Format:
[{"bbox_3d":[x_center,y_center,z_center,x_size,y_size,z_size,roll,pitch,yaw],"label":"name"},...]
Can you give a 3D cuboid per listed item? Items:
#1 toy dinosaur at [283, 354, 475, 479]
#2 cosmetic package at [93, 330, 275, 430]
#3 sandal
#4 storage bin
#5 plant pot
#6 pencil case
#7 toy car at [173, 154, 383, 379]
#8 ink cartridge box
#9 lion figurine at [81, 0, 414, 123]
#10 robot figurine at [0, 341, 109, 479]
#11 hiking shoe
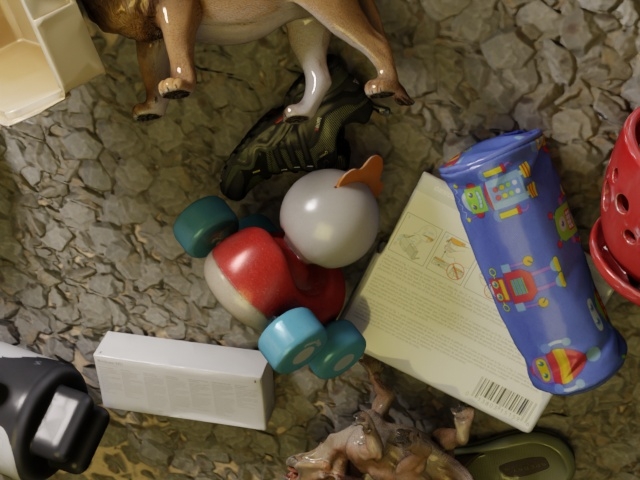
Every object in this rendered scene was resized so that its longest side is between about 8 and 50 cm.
[{"bbox_3d":[0.104,0.287,1.508,0.295,0.127,0.200,21,130,30],"label":"toy dinosaur"},{"bbox_3d":[-0.184,0.190,1.597,0.239,0.060,0.099,7,127,12],"label":"cosmetic package"},{"bbox_3d":[0.196,0.335,1.566,0.303,0.086,0.120,-27,111,29],"label":"sandal"},{"bbox_3d":[-0.352,-0.270,1.158,0.260,0.123,0.262,24,140,53],"label":"storage bin"},{"bbox_3d":[0.381,-0.028,1.221,0.191,0.191,0.174,19,132,4],"label":"plant pot"},{"bbox_3d":[0.244,0.023,1.304,0.119,0.133,0.306,-14,106,42],"label":"pencil case"},{"bbox_3d":[0.000,0.000,1.337,0.238,0.210,0.219,-44,65,12],"label":"toy car"},{"bbox_3d":[0.189,0.072,1.417,0.275,0.060,0.239,27,106,-2],"label":"ink cartridge box"},{"bbox_3d":[-0.086,-0.252,1.210,0.392,0.240,0.142,1,166,-26],"label":"lion figurine"},{"bbox_3d":[-0.435,0.230,1.616,0.278,0.173,0.209,14,119,21],"label":"robot figurine"},{"bbox_3d":[-0.025,-0.104,1.346,0.114,0.086,0.227,42,123,-8],"label":"hiking shoe"}]
